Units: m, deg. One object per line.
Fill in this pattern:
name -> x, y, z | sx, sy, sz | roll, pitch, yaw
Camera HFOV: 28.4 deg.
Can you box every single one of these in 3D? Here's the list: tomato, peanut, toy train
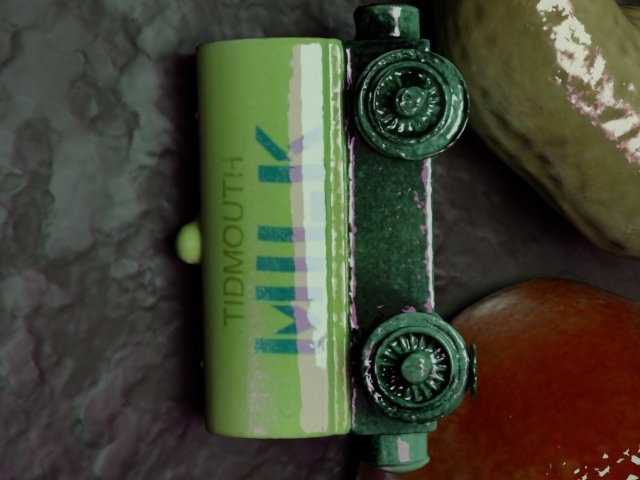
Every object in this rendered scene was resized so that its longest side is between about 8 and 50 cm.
tomato -> 0.176, 0.177, 0.740 | 0.309, 0.170, 0.309 | -2, 95, -27
peanut -> 0.151, -0.096, 0.746 | 0.253, 0.122, 0.137 | 42, 63, -18
toy train -> 0.000, 0.000, 0.682 | 0.157, 0.105, 0.253 | -2, 92, 0
